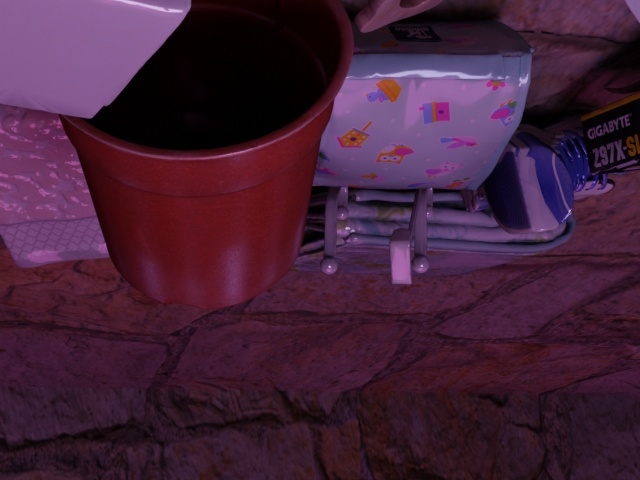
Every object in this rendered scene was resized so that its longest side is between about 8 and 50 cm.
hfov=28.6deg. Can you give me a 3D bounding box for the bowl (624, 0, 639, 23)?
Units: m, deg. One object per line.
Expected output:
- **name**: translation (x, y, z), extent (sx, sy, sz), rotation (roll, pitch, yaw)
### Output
- **bowl**: translation (0.362, -0.257, 0.902), extent (0.134, 0.297, 0.298), rotation (-20, 179, -45)

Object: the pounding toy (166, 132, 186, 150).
- **pounding toy**: translation (-0.156, -0.107, 1.362), extent (0.237, 0.110, 0.183), rotation (0, 130, 0)

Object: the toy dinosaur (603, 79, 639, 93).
- **toy dinosaur**: translation (0.407, -0.185, 1.392), extent (0.212, 0.064, 0.112), rotation (-11, 161, 25)

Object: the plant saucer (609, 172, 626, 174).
- **plant saucer**: translation (0.416, -0.126, 1.646), extent (0.067, 0.018, 0.192), rotation (3, 162, -15)

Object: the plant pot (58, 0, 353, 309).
- **plant pot**: translation (-0.112, -0.091, 1.169), extent (0.272, 0.272, 0.265), rotation (-1, 142, -3)

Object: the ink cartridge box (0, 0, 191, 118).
- **ink cartridge box**: translation (-0.284, -0.259, 0.732), extent (0.395, 0.285, 0.166), rotation (8, 159, -30)

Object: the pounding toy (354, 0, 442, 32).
- **pounding toy**: translation (0.085, -0.292, 1.023), extent (0.154, 0.154, 0.269), rotation (-27, 178, -15)

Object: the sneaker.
- **sneaker**: translation (0.275, -0.097, 1.505), extent (0.182, 0.127, 0.315), rotation (-13, -172, -4)

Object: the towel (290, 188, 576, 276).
- **towel**: translation (0.122, -0.010, 1.791), extent (0.375, 0.090, 0.320), rotation (3, 171, -24)

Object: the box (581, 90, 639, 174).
- **box**: translation (0.488, -0.142, 1.355), extent (0.322, 0.079, 0.257), rotation (-8, 177, -18)

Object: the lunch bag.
- **lunch bag**: translation (0.087, -0.150, 1.315), extent (0.223, 0.160, 0.262), rotation (1, 167, -6)

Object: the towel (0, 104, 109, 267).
- **towel**: translation (-0.271, -0.079, 1.537), extent (0.332, 0.053, 0.317), rotation (-6, 145, 5)

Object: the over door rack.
- **over door rack**: translation (0.000, 0.000, 1.432), extent (0.240, 0.108, 0.324), rotation (-1, -164, 10)
